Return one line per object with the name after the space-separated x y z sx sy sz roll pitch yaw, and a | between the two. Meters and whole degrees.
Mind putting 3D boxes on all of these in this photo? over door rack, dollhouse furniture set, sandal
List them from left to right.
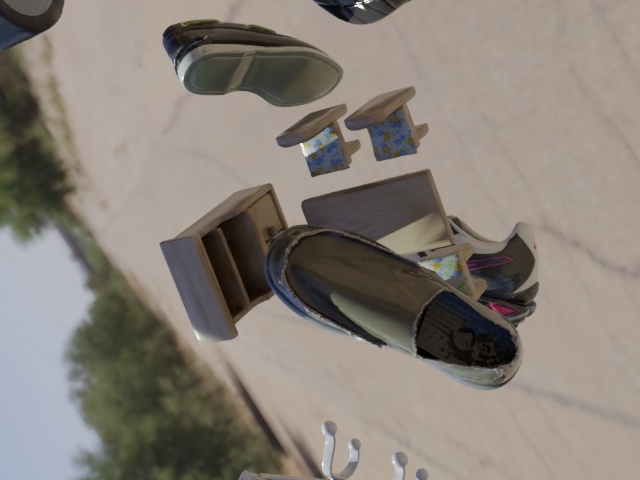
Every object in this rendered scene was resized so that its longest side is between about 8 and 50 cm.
0.000 0.000 1.424 0.161 0.242 0.212 -42 -65 -56 | dollhouse furniture set
0.070 0.325 1.921 0.239 0.108 0.324 21 -170 26 | over door rack
0.067 -0.281 1.520 0.219 0.060 0.090 -19 117 48 | sandal

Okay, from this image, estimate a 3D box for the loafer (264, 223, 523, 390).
0.072 0.053 1.320 0.251 0.094 0.087 22 169 -7 | loafer

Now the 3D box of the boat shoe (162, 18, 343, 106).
-0.070 -0.198 1.635 0.227 0.081 0.069 2 -137 -46 | boat shoe

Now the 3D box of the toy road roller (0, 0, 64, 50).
-0.375 -0.208 1.105 0.329 0.202 0.241 -38 -74 -54 | toy road roller

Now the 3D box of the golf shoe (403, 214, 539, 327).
0.113 0.023 1.706 0.105 0.272 0.120 -42 -42 -74 | golf shoe
